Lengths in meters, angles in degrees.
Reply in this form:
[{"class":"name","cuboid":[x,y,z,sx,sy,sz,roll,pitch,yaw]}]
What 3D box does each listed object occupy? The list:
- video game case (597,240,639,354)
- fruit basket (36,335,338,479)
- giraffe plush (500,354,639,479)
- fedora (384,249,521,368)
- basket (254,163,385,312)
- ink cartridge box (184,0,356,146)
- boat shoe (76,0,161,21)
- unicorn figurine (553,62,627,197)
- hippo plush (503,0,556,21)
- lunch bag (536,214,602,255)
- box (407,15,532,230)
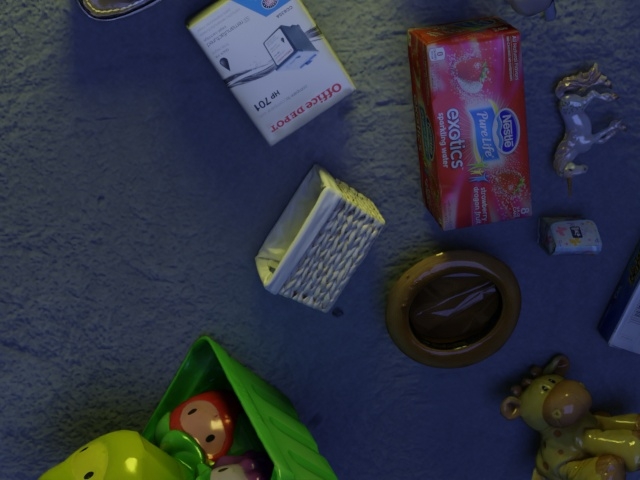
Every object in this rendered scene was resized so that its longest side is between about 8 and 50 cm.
[{"class":"video game case","cuboid":[0.571,0.061,1.851,0.244,0.061,0.269,19,106,-13]},{"class":"fruit basket","cuboid":[-0.189,0.313,1.665,0.392,0.392,0.283,26,104,-17]},{"class":"giraffe plush","cuboid":[0.362,0.264,1.861,0.210,0.181,0.170,-20,104,36]},{"class":"fedora","cuboid":[0.184,0.086,1.793,0.194,0.079,0.194,-1,113,-2]},{"class":"basket","cuboid":[0.000,0.000,1.716,0.103,0.113,0.167,27,104,-19]},{"class":"ink cartridge box","cuboid":[-0.063,-0.240,1.636,0.140,0.082,0.190,-34,110,4]},{"class":"boat shoe","cuboid":[-0.168,-0.377,1.561,0.324,0.097,0.116,-33,111,4]},{"class":"unicorn figurine","cuboid":[0.363,-0.154,1.750,0.111,0.060,0.162,-20,95,-1]},{"class":"hippo plush","cuboid":[0.210,-0.416,1.556,0.236,0.294,0.234,22,104,9]},{"class":"lunch bag","cuboid":[0.350,-0.005,1.782,0.071,0.083,0.053,-2,110,-7]},{"class":"box","cuboid":[0.198,-0.156,1.683,0.128,0.122,0.257,-9,111,-6]}]
